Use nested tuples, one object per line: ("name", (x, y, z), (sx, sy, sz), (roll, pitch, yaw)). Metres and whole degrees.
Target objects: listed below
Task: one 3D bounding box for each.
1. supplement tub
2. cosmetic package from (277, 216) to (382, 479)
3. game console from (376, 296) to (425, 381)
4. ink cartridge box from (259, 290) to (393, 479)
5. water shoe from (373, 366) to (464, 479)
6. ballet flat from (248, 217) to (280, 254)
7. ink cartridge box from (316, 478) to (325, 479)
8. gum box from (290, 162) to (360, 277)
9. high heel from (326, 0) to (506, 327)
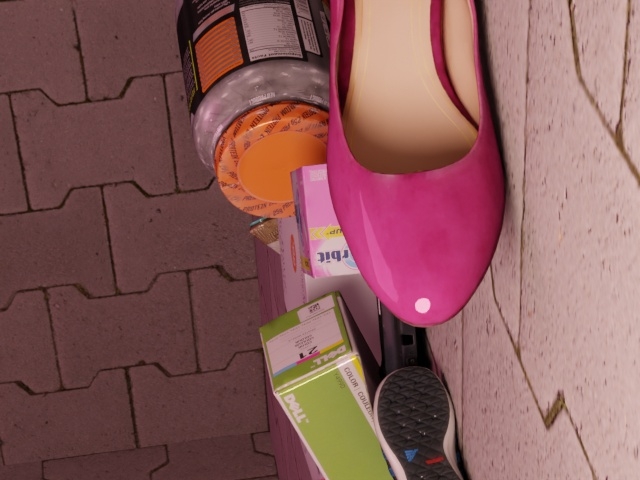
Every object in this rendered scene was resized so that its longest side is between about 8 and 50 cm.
("supplement tub", (-0.063, -0.187, 1.912), (0.193, 0.194, 0.316), (89, 172, -46))
("cosmetic package", (0.016, 0.121, 2.008), (0.284, 0.097, 0.377), (-120, 24, -69))
("game console", (0.067, -0.016, 1.587), (0.213, 0.044, 0.361), (-110, 15, -73))
("ink cartridge box", (0.032, 0.198, 1.627), (0.189, 0.097, 0.255), (62, -174, -29))
("water shoe", (0.091, 0.206, 1.458), (0.080, 0.073, 0.203), (86, 175, -47))
("ballet flat", (-0.042, -0.015, 2.357), (0.206, 0.073, 0.067), (-24, -85, -66))
("ink cartridge box", (0.037, 0.312, 1.792), (0.231, 0.134, 0.078), (95, 163, -63))
("gum box", (0.010, -0.021, 1.621), (0.188, 0.062, 0.107), (-169, 73, -85))
("high heel", (0.051, -0.136, 1.115), (0.181, 0.127, 0.377), (72, -170, -58))
